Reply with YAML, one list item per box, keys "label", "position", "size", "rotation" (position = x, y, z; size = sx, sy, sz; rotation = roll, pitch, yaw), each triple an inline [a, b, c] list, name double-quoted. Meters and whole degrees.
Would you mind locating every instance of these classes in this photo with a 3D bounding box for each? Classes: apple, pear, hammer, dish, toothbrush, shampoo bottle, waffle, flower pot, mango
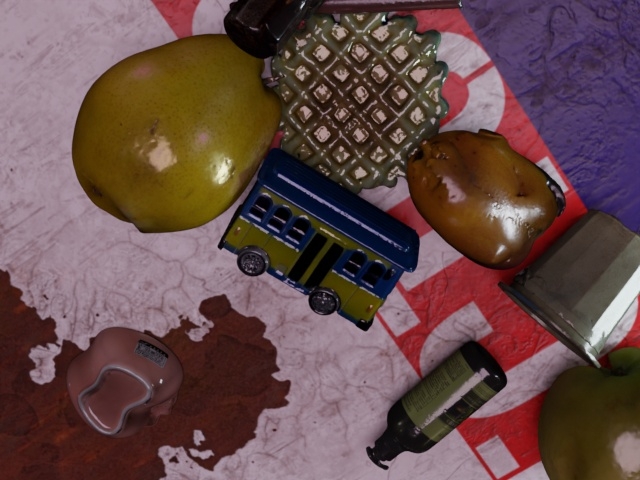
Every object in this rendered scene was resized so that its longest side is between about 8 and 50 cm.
- label: "apple"
  position: [0.517, 0.335, 1.491]
  size: [0.295, 0.233, 0.257]
  rotation: [-14, 106, 6]
- label: "pear"
  position: [-0.219, -0.169, 1.377]
  size: [0.285, 0.285, 0.336]
  rotation: [38, 107, -7]
- label: "hammer"
  position: [-0.163, -0.473, 1.346]
  size: [0.409, 0.095, 0.242]
  rotation: [36, 76, 7]
- label: "dish"
  position: [-0.356, 0.267, 1.594]
  size: [0.213, 0.090, 0.213]
  rotation: [1, 104, 3]
- label: "toothbrush"
  position: [0.037, -0.369, 1.384]
  size: [0.364, 0.041, 0.041]
  rotation: [-1, 105, 7]
- label: "shampoo bottle"
  position: [0.193, 0.300, 1.568]
  size: [0.284, 0.101, 0.101]
  rotation: [-43, 99, 13]
- label: "waffle"
  position: [0.063, -0.228, 1.456]
  size: [0.292, 0.056, 0.309]
  rotation: [-2, 102, 4]
- label: "flower pot"
  position: [0.431, 0.069, 1.462]
  size: [0.212, 0.212, 0.202]
  rotation: [41, 88, -8]
- label: "mango"
  position: [0.255, -0.066, 1.414]
  size: [0.287, 0.201, 0.153]
  rotation: [34, 138, -29]

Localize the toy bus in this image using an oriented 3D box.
- label: "toy bus"
  position: [0.000, 0.000, 1.444]
  size: [0.288, 0.138, 0.175]
  rotation: [30, 119, -7]
